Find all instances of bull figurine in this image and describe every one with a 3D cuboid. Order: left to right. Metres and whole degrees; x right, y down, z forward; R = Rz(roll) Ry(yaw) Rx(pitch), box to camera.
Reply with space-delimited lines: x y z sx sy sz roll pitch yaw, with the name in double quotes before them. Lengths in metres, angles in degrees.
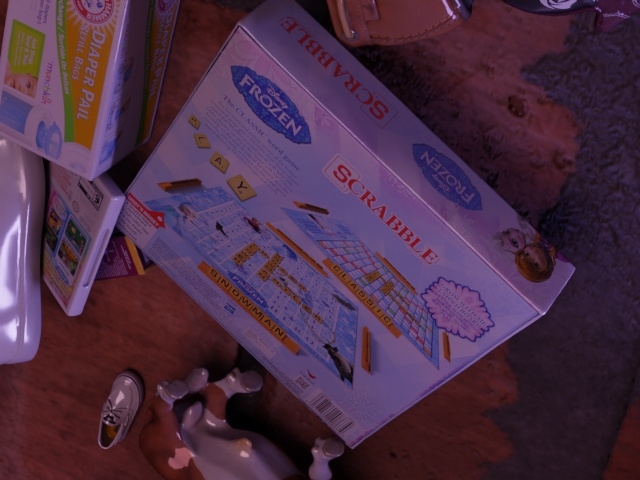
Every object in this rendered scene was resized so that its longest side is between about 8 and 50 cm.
"bull figurine" -0.049 0.243 1.249 0.310 0.101 0.188 31 138 12

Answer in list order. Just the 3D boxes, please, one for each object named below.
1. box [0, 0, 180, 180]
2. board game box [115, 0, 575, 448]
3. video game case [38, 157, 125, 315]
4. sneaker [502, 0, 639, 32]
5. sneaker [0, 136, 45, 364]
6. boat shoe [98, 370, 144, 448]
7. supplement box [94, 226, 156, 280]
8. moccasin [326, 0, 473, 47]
"box" -0.201 -0.175 1.113 0.114 0.103 0.203 26 124 12
"board game box" 0.000 0.000 1.084 0.319 0.066 0.318 44 141 -1
"video game case" -0.247 -0.032 1.212 0.157 0.019 0.143 49 128 34
"sneaker" 0.140 -0.257 0.903 0.281 0.106 0.162 47 129 -4
"sneaker" -0.332 -0.021 1.203 0.106 0.123 0.290 3 96 52
"boat shoe" -0.215 0.182 1.351 0.035 0.035 0.100 31 125 9
"supplement box" -0.195 0.008 1.238 0.083 0.055 0.043 -8 110 29
"moccasin" -0.015 -0.293 0.886 0.147 0.139 0.380 -15 137 17
